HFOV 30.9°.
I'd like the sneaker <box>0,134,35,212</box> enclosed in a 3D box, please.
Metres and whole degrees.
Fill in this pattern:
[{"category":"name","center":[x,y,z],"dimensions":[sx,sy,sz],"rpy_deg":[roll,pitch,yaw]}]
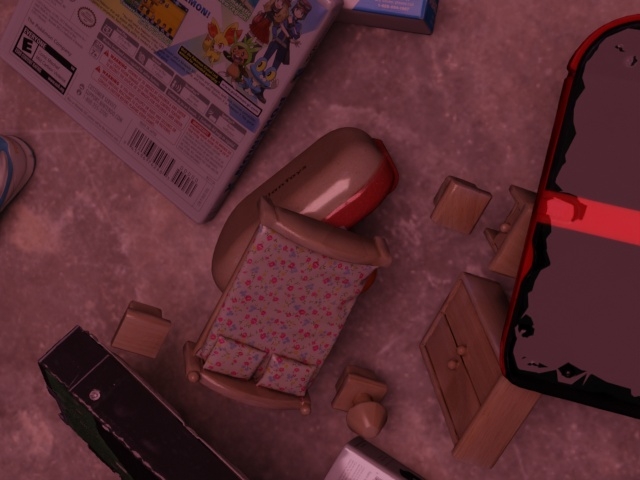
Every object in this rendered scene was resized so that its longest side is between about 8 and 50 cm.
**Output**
[{"category":"sneaker","center":[-0.420,-0.023,1.331],"dimensions":[0.087,0.092,0.228],"rpy_deg":[29,96,11]}]

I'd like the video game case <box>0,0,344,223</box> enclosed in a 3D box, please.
[{"category":"video game case","center":[-0.177,-0.231,1.263],"dimensions":[0.329,0.036,0.300],"rpy_deg":[40,117,12]}]

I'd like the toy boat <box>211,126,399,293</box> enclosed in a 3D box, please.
[{"category":"toy boat","center":[0.000,0.000,1.223],"dimensions":[0.231,0.151,0.151],"rpy_deg":[-38,110,9]}]

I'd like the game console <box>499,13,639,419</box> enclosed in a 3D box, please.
[{"category":"game console","center":[0.371,0.002,0.970],"dimensions":[0.387,0.060,0.341],"rpy_deg":[14,97,15]}]

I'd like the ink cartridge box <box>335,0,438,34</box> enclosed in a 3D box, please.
[{"category":"ink cartridge box","center":[0.063,-0.335,1.230],"dimensions":[0.148,0.086,0.203],"rpy_deg":[12,90,14]}]

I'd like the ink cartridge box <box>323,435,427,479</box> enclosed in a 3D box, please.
[{"category":"ink cartridge box","center":[0.074,0.308,1.213],"dimensions":[0.175,0.072,0.127],"rpy_deg":[32,95,12]}]

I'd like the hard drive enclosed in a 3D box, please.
[{"category":"hard drive","center":[-0.141,0.248,1.187],"dimensions":[0.339,0.237,0.064],"rpy_deg":[40,68,11]}]

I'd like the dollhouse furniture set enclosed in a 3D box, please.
[{"category":"dollhouse furniture set","center":[0.025,0.065,1.081],"dimensions":[0.356,0.173,0.303],"rpy_deg":[18,117,-20]}]
